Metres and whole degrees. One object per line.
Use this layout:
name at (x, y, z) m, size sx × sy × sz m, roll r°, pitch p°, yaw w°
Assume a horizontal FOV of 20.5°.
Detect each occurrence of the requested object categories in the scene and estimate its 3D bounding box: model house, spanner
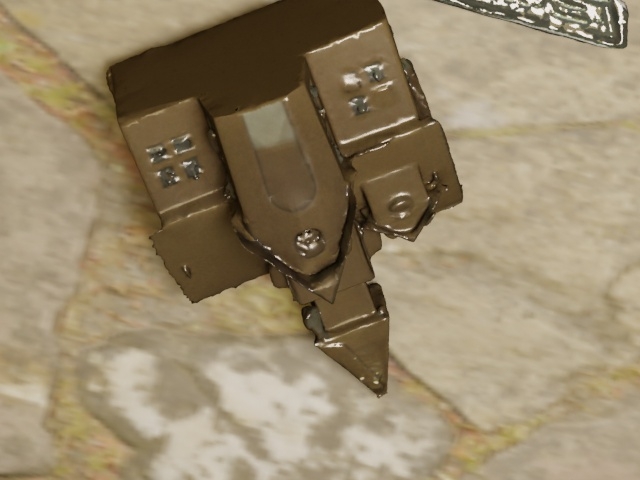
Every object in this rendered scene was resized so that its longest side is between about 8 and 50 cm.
model house at (0.000, 0.000, 1.044) m, size 0.180 × 0.176 × 0.248 m, roll -22°, pitch 115°, yaw 3°
spanner at (0.034, -0.167, 1.076) m, size 0.325 × 0.026 × 0.093 m, roll 14°, pitch 98°, yaw -5°
